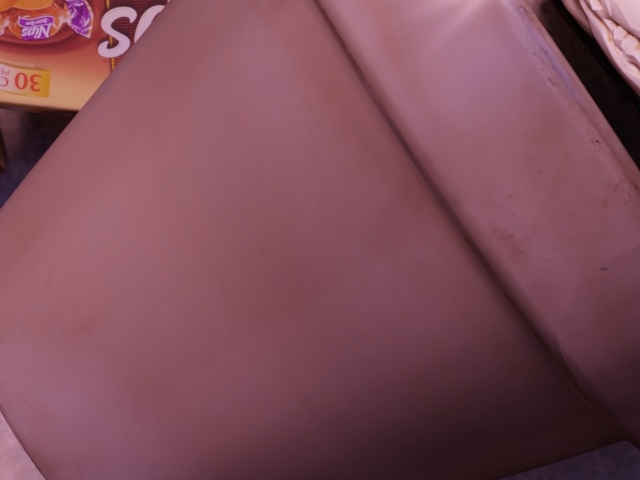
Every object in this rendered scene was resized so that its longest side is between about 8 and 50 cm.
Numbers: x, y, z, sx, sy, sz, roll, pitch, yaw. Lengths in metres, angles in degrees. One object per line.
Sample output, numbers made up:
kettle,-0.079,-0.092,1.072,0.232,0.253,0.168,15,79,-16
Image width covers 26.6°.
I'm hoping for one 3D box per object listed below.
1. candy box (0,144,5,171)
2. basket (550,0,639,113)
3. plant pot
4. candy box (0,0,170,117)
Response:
candy box,-0.315,-0.166,0.778,0.183,0.087,0.316,-17,79,0
basket,0.220,-0.157,0.552,0.266,0.328,0.331,-39,61,13
plant pot,0.000,0.000,0.634,0.280,0.323,0.323,-33,74,11
candy box,-0.116,-0.119,0.724,0.186,0.053,0.109,5,91,-28
